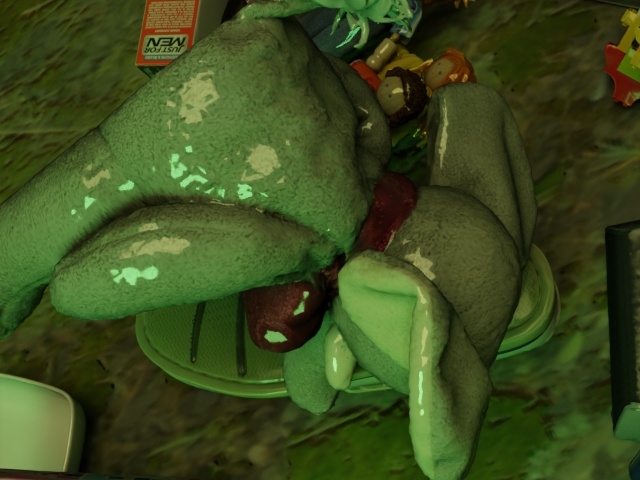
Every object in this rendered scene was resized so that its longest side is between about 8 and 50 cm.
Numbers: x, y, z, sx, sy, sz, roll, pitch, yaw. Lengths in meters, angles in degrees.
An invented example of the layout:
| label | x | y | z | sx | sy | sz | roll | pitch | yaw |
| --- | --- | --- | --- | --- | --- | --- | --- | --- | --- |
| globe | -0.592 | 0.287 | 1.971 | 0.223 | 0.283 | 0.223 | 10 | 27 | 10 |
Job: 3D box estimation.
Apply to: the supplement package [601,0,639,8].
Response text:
| label | x | y | z | sx | sy | sz | roll | pitch | yaw |
| --- | --- | --- | --- | --- | --- | --- | --- | --- | --- |
| supplement package | 0.217 | -0.334 | 0.765 | 0.204 | 0.145 | 0.262 | 18 | 81 | 21 |

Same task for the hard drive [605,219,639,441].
| label | x | y | z | sx | sy | sz | roll | pitch | yaw |
| --- | --- | --- | --- | --- | --- | --- | --- | --- | --- |
| hard drive | 0.322 | 0.053 | 0.669 | 0.254 | 0.054 | 0.172 | -2 | 74 | 16 |

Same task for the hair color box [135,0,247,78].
| label | x | y | z | sx | sy | sz | roll | pitch | yaw |
| --- | --- | --- | --- | --- | --- | --- | --- | --- | --- |
| hair color box | -0.101 | -0.205 | 0.853 | 0.053 | 0.093 | 0.167 | 3 | 76 | 18 |

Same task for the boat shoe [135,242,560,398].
| label | x | y | z | sx | sy | sz | roll | pitch | yaw |
| --- | --- | --- | --- | --- | --- | --- | --- | --- | --- |
| boat shoe | 0.019 | 0.064 | 0.730 | 0.302 | 0.103 | 0.113 | -4 | 70 | 16 |

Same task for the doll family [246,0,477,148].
| label | x | y | z | sx | sy | sz | roll | pitch | yaw |
| --- | --- | --- | --- | --- | --- | --- | --- | --- | --- |
| doll family | 0.040 | -0.157 | 0.794 | 0.163 | 0.118 | 0.263 | -21 | 64 | 29 |

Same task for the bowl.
| label | x | y | z | sx | sy | sz | roll | pitch | yaw |
| --- | --- | --- | --- | --- | --- | --- | --- | --- | --- |
| bowl | -0.255 | 0.181 | 0.808 | 0.142 | 0.053 | 0.142 | 8 | 76 | 19 |

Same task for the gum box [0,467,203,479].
| label | x | y | z | sx | sy | sz | roll | pitch | yaw |
| --- | --- | --- | --- | --- | --- | --- | --- | --- | --- |
| gum box | -0.160 | 0.197 | 0.710 | 0.188 | 0.107 | 0.062 | 5 | 80 | -7 |

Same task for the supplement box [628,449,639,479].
| label | x | y | z | sx | sy | sz | roll | pitch | yaw |
| --- | --- | --- | --- | --- | --- | --- | --- | --- | --- |
| supplement box | 0.358 | 0.150 | 0.461 | 0.194 | 0.195 | 0.356 | -34 | 63 | -20 |

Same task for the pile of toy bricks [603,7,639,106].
| label | x | y | z | sx | sy | sz | roll | pitch | yaw |
| --- | --- | --- | --- | --- | --- | --- | --- | --- | --- |
| pile of toy bricks | 0.285 | -0.079 | 0.703 | 0.212 | 0.118 | 0.105 | 33 | 117 | 14 |

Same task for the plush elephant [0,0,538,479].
| label | x | y | z | sx | sy | sz | roll | pitch | yaw |
| --- | --- | --- | --- | --- | --- | --- | --- | --- | --- |
| plush elephant | 0.000 | 0.000 | 0.586 | 0.330 | 0.272 | 0.255 | -30 | 102 | 40 |
